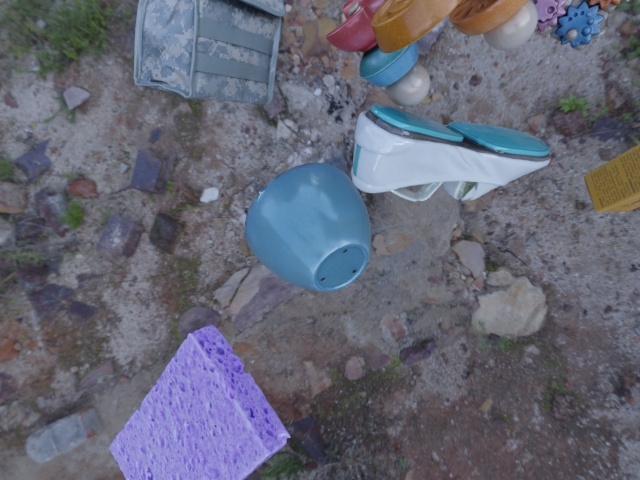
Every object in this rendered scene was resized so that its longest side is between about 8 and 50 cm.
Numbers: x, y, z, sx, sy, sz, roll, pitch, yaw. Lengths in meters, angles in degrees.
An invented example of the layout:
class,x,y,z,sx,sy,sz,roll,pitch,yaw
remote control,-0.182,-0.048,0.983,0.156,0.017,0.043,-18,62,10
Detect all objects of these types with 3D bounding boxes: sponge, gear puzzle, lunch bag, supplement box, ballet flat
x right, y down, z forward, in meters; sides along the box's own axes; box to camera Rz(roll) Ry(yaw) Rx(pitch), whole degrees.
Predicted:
class,x,y,z,sx,sy,sz,roll,pitch,yaw
sponge,-0.122,0.185,0.381,0.117,0.031,0.210,50,120,20
gear puzzle,0.546,-0.547,0.780,0.175,0.044,0.339,30,127,4
lunch bag,-0.189,-0.408,0.757,0.169,0.235,0.287,19,111,24
supplement box,0.512,-0.117,0.599,0.078,0.233,0.080,-1,68,-21
ballet flat,0.207,-0.125,0.668,0.139,0.400,0.139,6,98,56

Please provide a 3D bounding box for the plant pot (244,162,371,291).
class,x,y,z,sx,sy,sz,roll,pitch,yaw
plant pot,0.000,0.000,0.934,0.290,0.290,0.195,-46,48,10

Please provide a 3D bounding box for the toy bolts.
class,x,y,z,sx,sy,sz,roll,pitch,yaw
toy bolts,0.128,-0.234,0.495,0.228,0.158,0.218,-8,48,50
